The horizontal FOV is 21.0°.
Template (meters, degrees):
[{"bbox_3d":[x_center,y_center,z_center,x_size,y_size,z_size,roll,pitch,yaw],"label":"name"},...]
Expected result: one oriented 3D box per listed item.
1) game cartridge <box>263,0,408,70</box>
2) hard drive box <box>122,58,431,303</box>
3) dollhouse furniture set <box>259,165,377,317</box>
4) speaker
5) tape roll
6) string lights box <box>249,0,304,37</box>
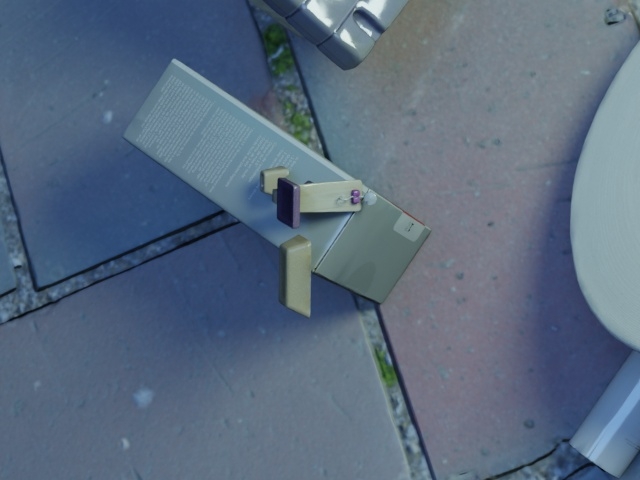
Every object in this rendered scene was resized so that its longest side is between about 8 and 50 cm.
[{"bbox_3d":[0.043,-0.355,1.537,0.230,0.068,0.355,39,73,-7],"label":"game cartridge"},{"bbox_3d":[-0.037,-0.050,1.562,0.232,0.181,0.089,35,93,22],"label":"hard drive box"},{"bbox_3d":[0.000,0.000,1.436,0.081,0.091,0.114,-3,103,-20],"label":"dollhouse furniture set"},{"bbox_3d":[0.271,0.135,1.474,0.055,0.055,0.136,35,95,23],"label":"speaker"},{"bbox_3d":[0.358,-0.070,1.354,0.392,0.072,0.392,-37,38,36],"label":"tape roll"},{"bbox_3d":[-0.003,-0.334,1.626,0.077,0.133,0.259,1,81,22],"label":"string lights box"}]
